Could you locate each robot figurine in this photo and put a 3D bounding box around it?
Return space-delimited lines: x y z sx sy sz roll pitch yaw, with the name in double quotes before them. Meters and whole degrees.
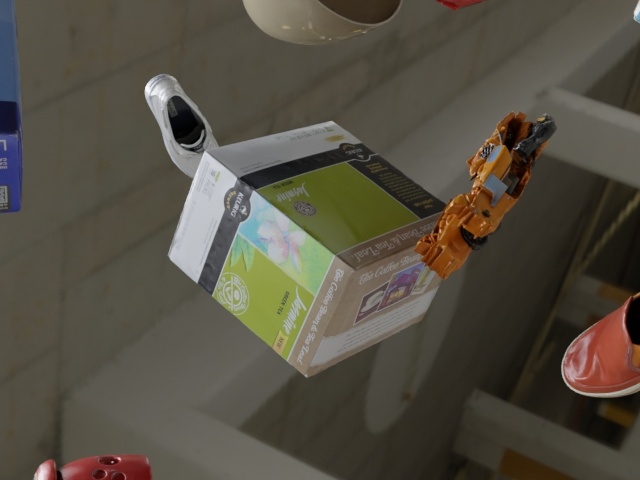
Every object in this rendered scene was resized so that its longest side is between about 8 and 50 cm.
"robot figurine" 0.248 -0.082 1.745 0.291 0.085 0.211 -54 1 -43

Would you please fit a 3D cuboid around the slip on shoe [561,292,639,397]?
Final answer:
"slip on shoe" 0.412 0.112 1.510 0.331 0.101 0.123 -38 42 54

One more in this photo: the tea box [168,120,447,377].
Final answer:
"tea box" 0.000 0.000 1.897 0.329 0.323 0.220 -19 -40 -49

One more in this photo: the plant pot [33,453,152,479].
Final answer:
"plant pot" -0.351 0.419 1.803 0.191 0.174 0.191 -174 90 -72

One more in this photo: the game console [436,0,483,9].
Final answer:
"game console" 0.323 -0.520 1.769 0.387 0.060 0.342 -56 10 -1

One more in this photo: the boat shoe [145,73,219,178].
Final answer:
"boat shoe" -0.248 -0.192 2.217 0.095 0.084 0.258 -37 -46 -5

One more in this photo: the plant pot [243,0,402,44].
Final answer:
"plant pot" -0.027 -0.442 2.005 0.191 0.284 0.284 -30 10 43

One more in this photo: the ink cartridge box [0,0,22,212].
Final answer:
"ink cartridge box" -0.484 -0.172 1.369 0.151 0.269 0.396 108 155 -53

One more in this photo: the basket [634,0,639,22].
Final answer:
"basket" 0.518 -0.266 1.330 0.201 0.289 0.255 -44 -21 -61
